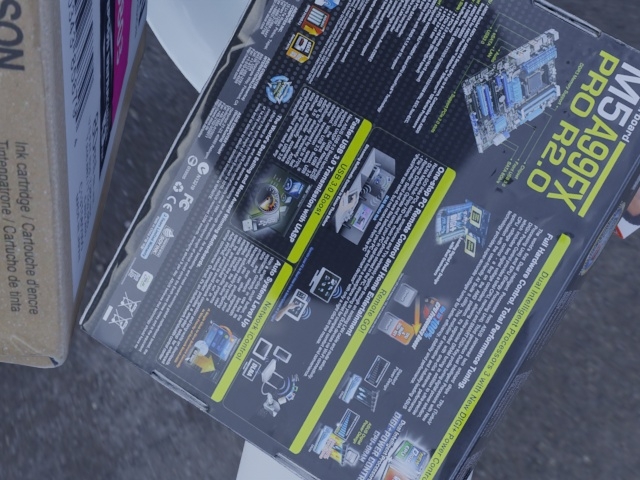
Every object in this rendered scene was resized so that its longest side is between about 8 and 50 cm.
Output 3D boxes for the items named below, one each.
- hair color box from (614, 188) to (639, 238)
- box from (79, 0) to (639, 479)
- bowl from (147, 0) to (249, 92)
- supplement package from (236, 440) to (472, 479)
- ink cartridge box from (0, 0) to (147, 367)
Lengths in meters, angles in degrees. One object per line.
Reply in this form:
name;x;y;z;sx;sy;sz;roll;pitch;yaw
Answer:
hair color box;0.245;-0.080;1.233;0.072;0.043;0.141;-35;115;-6
box;0.029;-0.014;0.755;0.216;0.060;0.270;31;99;15
bowl;0.005;-0.206;1.031;0.134;0.297;0.298;-44;116;-36
supplement package;0.035;0.240;1.540;0.145;0.204;0.262;18;84;-46
ink cartridge box;-0.117;-0.101;0.531;0.088;0.193;0.235;8;138;0
